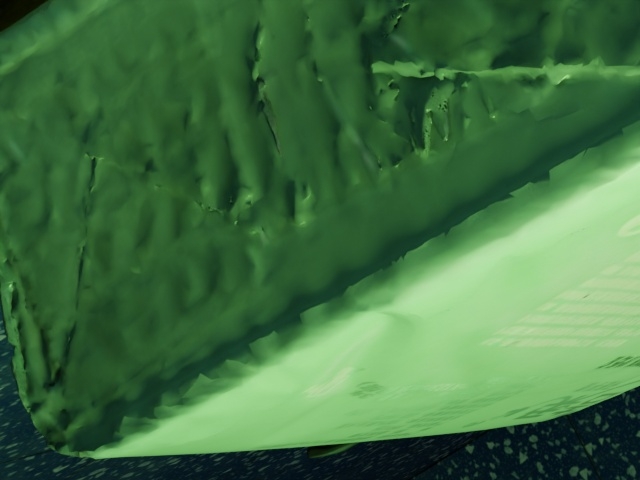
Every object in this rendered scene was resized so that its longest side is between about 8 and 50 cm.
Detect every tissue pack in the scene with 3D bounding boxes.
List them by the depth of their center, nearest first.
[{"bbox_3d":[0.099,-0.049,0.778,0.332,0.205,0.405,-28,163,29],"label":"tissue pack"}]

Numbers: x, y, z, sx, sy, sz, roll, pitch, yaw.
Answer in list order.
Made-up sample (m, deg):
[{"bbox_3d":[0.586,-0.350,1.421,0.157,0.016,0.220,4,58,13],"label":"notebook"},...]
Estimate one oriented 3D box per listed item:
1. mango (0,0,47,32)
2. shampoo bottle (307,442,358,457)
[{"bbox_3d":[-0.130,-0.081,0.990,0.177,0.120,0.295,-13,160,-37],"label":"mango"},{"bbox_3d":[-0.044,0.010,1.121,0.101,0.284,0.101,-23,166,-6],"label":"shampoo bottle"}]
